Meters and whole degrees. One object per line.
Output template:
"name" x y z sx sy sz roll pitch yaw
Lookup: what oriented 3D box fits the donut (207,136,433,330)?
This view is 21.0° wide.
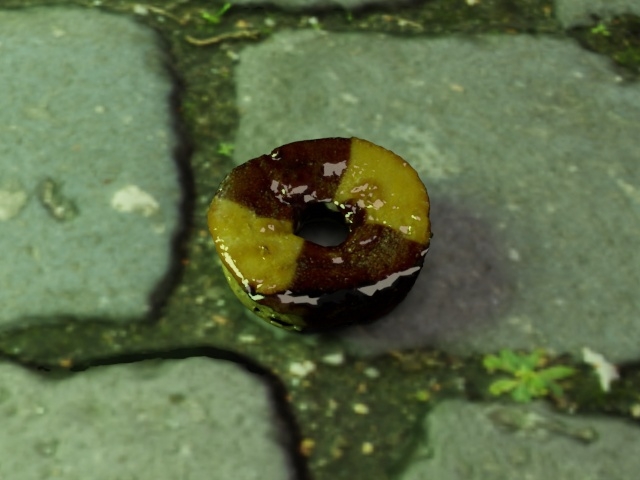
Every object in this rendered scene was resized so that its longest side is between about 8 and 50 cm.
"donut" 0.000 0.000 1.077 0.140 0.059 0.140 1 58 -1
